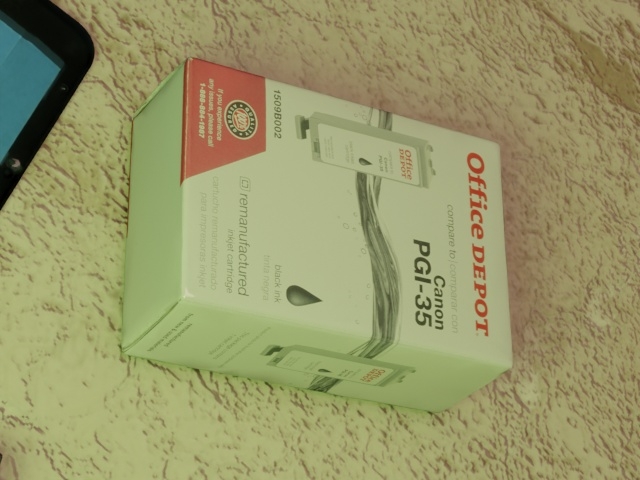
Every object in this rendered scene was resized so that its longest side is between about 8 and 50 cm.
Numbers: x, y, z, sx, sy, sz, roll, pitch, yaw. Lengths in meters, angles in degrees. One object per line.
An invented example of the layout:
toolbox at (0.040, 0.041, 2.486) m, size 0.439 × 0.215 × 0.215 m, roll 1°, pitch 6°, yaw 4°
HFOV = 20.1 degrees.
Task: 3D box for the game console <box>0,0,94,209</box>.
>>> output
game console at (-0.292, -0.148, 1.258) m, size 0.173 × 0.250 × 0.293 m, roll 19°, pitch 54°, yaw 9°

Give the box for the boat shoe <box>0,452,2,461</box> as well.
boat shoe at (-0.244, 0.269, 1.113) m, size 0.095 × 0.112 × 0.335 m, roll 9°, pitch 59°, yaw -23°

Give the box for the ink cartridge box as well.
ink cartridge box at (0.000, 0.000, 1.388) m, size 0.283 × 0.117 × 0.207 m, roll 13°, pitch 61°, yaw -26°
